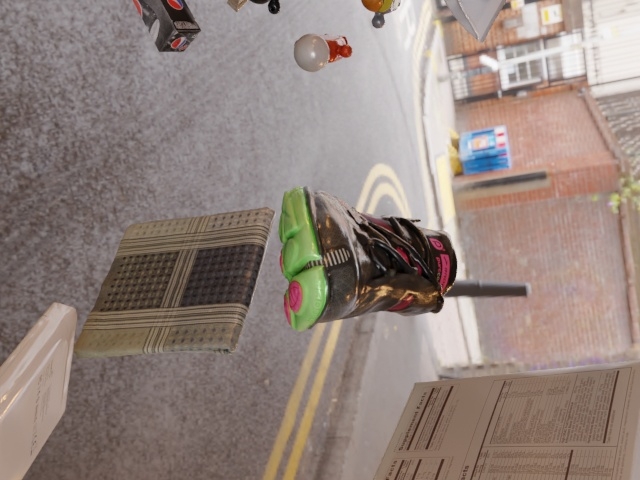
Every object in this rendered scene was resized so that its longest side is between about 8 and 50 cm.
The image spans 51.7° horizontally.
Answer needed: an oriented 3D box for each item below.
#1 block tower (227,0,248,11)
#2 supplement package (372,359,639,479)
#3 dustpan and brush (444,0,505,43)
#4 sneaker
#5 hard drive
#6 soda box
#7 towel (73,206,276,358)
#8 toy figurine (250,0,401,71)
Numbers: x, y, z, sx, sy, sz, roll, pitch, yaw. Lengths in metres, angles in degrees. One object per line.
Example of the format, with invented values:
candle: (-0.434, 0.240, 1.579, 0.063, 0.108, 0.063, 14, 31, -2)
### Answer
block tower: (-0.138, -0.553, 1.244, 0.097, 0.091, 0.335, 44, -13, -8)
supplement package: (0.209, 0.260, 0.623, 0.199, 0.262, 0.198, 50, 48, -20)
dustpan and brush: (0.165, -0.365, 0.799, 0.211, 0.060, 0.147, 36, 69, -16)
sneaker: (0.076, 0.019, 0.889, 0.483, 0.202, 0.185, 3, 82, -73)
hard drive: (-0.424, 0.274, 0.860, 0.353, 0.047, 0.233, -77, -174, -59)
soda box: (-0.262, -0.389, 1.061, 0.053, 0.060, 0.169, -19, 78, -49)
towel: (-0.255, 0.078, 1.188, 0.056, 0.324, 0.312, 64, 29, -45)
toy figurine: (0.007, -0.399, 1.047, 0.213, 0.209, 0.148, 54, 30, -6)
